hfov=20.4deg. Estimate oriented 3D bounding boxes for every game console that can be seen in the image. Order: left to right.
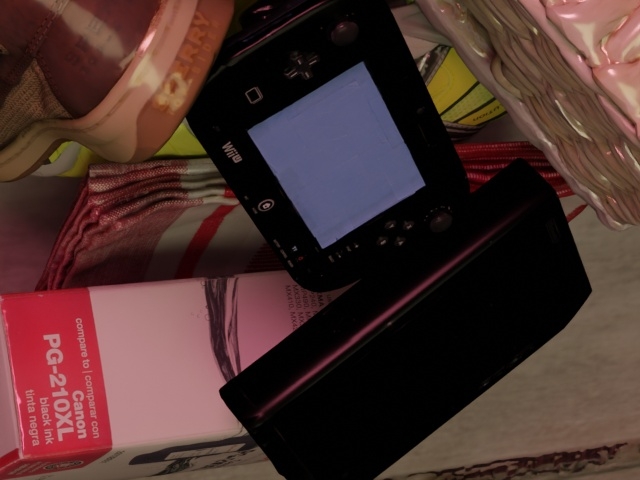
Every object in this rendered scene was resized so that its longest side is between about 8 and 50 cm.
[{"bbox_3d":[0.020,0.004,0.921,0.213,0.044,0.361,-38,144,-5],"label":"game console"}]

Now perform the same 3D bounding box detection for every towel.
[{"bbox_3d":[0.000,0.000,1.097,0.329,0.037,0.237,-4,164,-17],"label":"towel"}]

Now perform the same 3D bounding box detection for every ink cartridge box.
[{"bbox_3d":[-0.100,0.089,1.100,0.237,0.100,0.172,-4,167,-27],"label":"ink cartridge box"}]

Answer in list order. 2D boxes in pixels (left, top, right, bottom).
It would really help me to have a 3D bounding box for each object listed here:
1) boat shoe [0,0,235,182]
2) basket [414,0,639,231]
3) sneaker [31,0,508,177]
[{"bbox_3d":[-0.164,-0.104,0.869,0.123,0.342,0.123,27,83,-25],"label":"boat shoe"},{"bbox_3d":[0.189,-0.214,0.822,0.331,0.266,0.328,-39,96,1],"label":"basket"},{"bbox_3d":[0.006,-0.092,1.035,0.385,0.145,0.147,-15,130,-6],"label":"sneaker"}]
